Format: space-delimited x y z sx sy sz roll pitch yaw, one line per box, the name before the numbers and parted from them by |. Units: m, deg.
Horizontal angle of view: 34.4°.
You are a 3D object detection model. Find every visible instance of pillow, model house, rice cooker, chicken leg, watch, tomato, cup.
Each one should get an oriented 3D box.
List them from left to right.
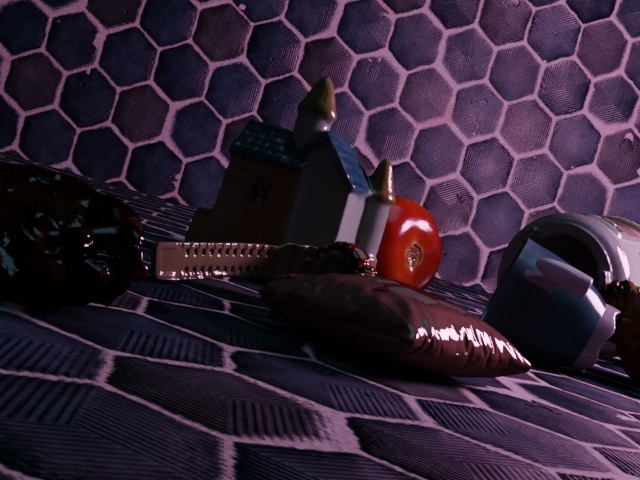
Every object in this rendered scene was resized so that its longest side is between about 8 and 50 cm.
chicken leg | -0.296 -0.015 0.921 0.407 0.095 0.158 15 20 34
watch | -0.053 0.046 1.228 0.165 0.102 0.268 20 12 39
model house | -0.018 -0.089 1.595 0.267 0.324 0.194 18 5 22
tomato | 0.113 0.014 1.765 0.195 0.195 0.136 14 -2 -43
pillow | 0.080 0.086 1.093 0.223 0.084 0.236 21 7 41
cup | 0.342 0.108 1.535 0.173 0.167 0.299 29 -21 8
rice cooker | 0.475 0.081 1.843 0.317 0.264 0.316 23 13 -5
chicken leg | 0.480 0.150 1.552 0.087 0.107 0.251 10 32 -15

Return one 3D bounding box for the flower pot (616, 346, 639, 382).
flower pot | 0.578 0.168 1.641 0.191 0.190 0.173 15 -11 -35
